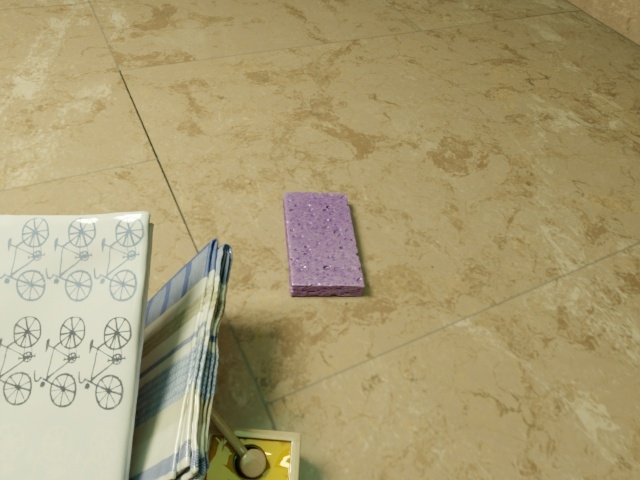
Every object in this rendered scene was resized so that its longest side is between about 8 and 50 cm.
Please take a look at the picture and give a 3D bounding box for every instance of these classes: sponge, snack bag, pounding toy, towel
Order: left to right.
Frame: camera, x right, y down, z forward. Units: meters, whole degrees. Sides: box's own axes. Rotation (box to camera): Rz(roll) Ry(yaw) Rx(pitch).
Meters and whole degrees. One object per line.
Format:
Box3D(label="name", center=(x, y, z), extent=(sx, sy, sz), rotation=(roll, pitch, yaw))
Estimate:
Box3D(label="snack bag", center=(-0.346, 0.126, 0.497), extent=(0.343, 0.037, 0.323), rotation=(0, 78, 8))
Box3D(label="towel", center=(-0.179, 0.154, 0.563), extent=(0.034, 0.209, 0.285), rotation=(30, 39, -32))
Box3D(label="pounding toy", center=(-0.090, 0.255, 0.535), extent=(0.130, 0.100, 0.141), rotation=(6, 49, -4))
Box3D(label="sponge", center=(0.000, 0.000, 0.817), extent=(0.117, 0.031, 0.210), rotation=(0, 49, -9))
